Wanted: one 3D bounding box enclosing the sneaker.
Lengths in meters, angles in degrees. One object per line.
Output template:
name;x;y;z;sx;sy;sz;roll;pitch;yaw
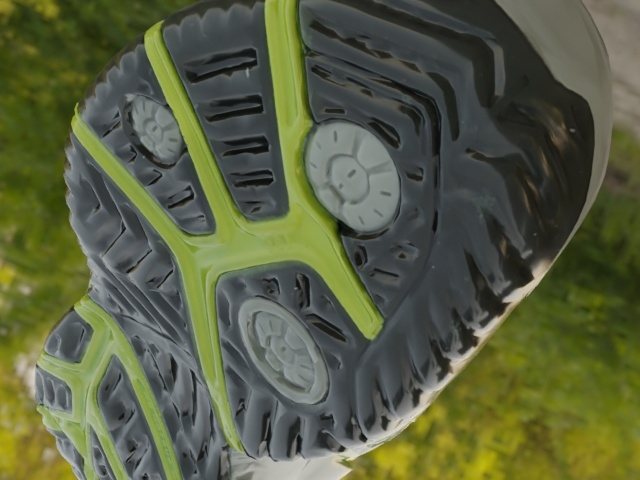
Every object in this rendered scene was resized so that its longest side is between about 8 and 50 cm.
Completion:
sneaker;0.000;0.000;0.586;0.145;0.147;0.385;53;151;6
